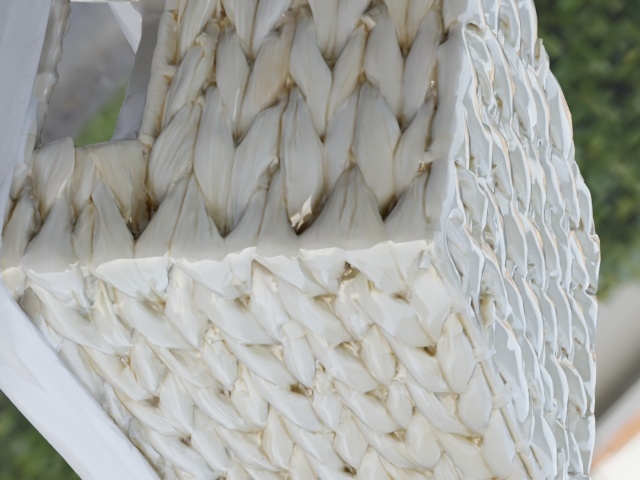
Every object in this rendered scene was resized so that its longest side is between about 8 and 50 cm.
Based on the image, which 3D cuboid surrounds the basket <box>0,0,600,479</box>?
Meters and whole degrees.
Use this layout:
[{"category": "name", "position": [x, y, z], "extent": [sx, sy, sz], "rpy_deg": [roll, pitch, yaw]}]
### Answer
[{"category": "basket", "position": [0.000, 0.000, 0.442], "extent": [0.167, 0.103, 0.113], "rpy_deg": [64, 28, -54]}]
